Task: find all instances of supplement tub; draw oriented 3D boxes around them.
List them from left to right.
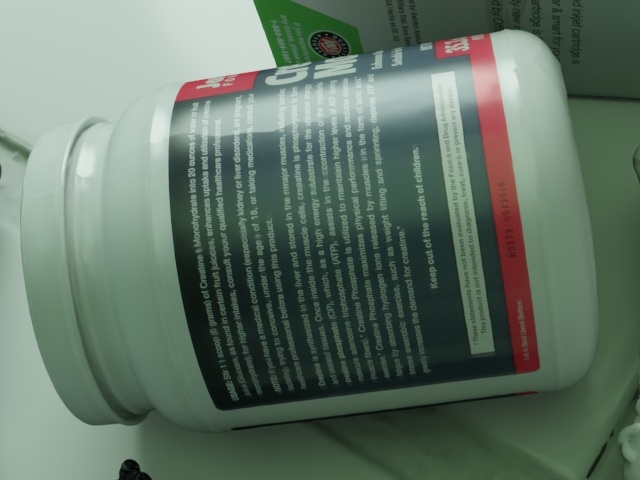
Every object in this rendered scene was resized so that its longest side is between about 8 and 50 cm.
[{"bbox_3d":[0.000,0.000,0.658,0.272,0.191,0.191,-8,63,8],"label":"supplement tub"}]

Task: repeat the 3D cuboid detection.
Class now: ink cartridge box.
[{"bbox_3d":[0.104,-0.189,0.719,0.289,0.211,0.121,5,64,13],"label":"ink cartridge box"}]

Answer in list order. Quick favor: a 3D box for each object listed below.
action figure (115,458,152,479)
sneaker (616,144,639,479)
[{"bbox_3d":[-0.156,0.239,0.605,0.164,0.141,0.276,37,74,17],"label":"action figure"},{"bbox_3d":[0.199,0.079,0.621,0.118,0.110,0.292,-19,70,18],"label":"sneaker"}]
